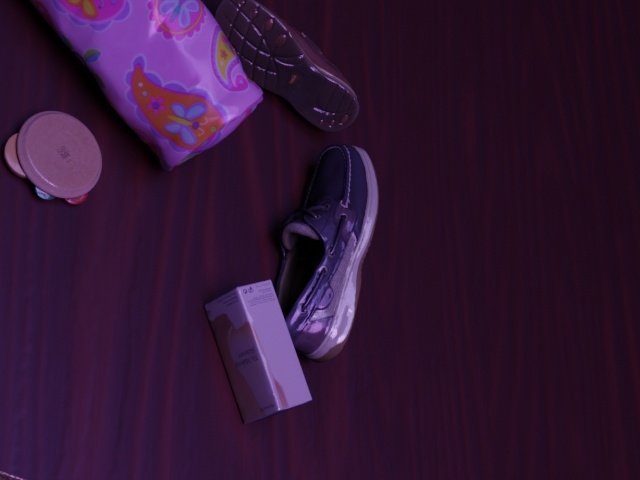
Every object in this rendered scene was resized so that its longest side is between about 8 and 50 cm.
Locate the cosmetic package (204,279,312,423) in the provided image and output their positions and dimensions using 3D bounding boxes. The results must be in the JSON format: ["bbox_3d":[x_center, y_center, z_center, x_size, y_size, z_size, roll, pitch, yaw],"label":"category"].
[{"bbox_3d":[-0.056,0.099,1.207,0.041,0.060,0.115,-13,78,-40],"label":"cosmetic package"}]

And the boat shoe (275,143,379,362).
[{"bbox_3d":[-0.001,0.001,1.280,0.073,0.080,0.223,26,62,-34],"label":"boat shoe"}]

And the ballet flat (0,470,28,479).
[{"bbox_3d":[-0.234,0.205,1.013,0.206,0.067,0.073,23,57,-30],"label":"ballet flat"}]

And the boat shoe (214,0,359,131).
[{"bbox_3d":[-0.035,-0.180,1.349,0.178,0.064,0.060,40,21,-21],"label":"boat shoe"}]

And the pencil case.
[{"bbox_3d":[-0.175,-0.201,1.203,0.284,0.124,0.124,51,49,-9],"label":"pencil case"}]

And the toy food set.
[{"bbox_3d":[-0.225,-0.072,1.169,0.082,0.020,0.083,45,49,-15],"label":"toy food set"}]
